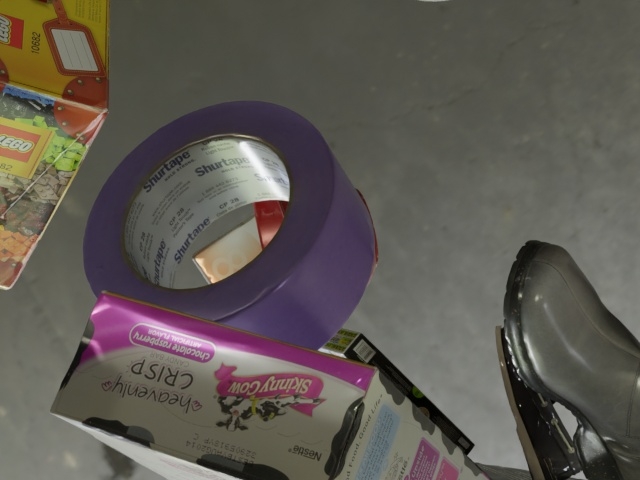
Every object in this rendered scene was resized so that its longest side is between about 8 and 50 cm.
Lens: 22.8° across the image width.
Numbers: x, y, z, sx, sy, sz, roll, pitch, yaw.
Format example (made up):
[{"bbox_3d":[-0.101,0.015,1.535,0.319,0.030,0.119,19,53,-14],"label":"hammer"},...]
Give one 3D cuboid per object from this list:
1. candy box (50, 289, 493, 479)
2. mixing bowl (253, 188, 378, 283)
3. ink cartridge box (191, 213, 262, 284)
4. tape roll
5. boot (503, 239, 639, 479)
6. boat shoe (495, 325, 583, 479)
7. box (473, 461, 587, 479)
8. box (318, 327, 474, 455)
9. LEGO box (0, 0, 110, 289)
[{"bbox_3d":[-0.012,0.112,0.836,0.159,0.071,0.233,14,164,26],"label":"candy box"},{"bbox_3d":[0.000,0.000,1.637,0.181,0.098,0.181,167,90,-79],"label":"mixing bowl"},{"bbox_3d":[-0.045,0.030,1.952,0.145,0.179,0.045,57,179,-9],"label":"ink cartridge box"},{"bbox_3d":[-0.063,0.001,1.098,0.189,0.189,0.080,16,154,35],"label":"tape roll"},{"bbox_3d":[0.315,0.123,1.414,0.223,0.118,0.338,2,143,39],"label":"boot"},{"bbox_3d":[0.245,0.182,1.796,0.075,0.065,0.206,67,-171,-55],"label":"boat shoe"},{"bbox_3d":[0.226,0.516,1.822,0.297,0.472,0.479,14,91,57],"label":"box"},{"bbox_3d":[0.088,0.188,1.939,0.207,0.036,0.114,45,168,-15],"label":"box"},{"bbox_3d":[-0.430,-0.248,2.119,0.372,0.193,0.500,-54,30,41],"label":"LEGO box"}]
